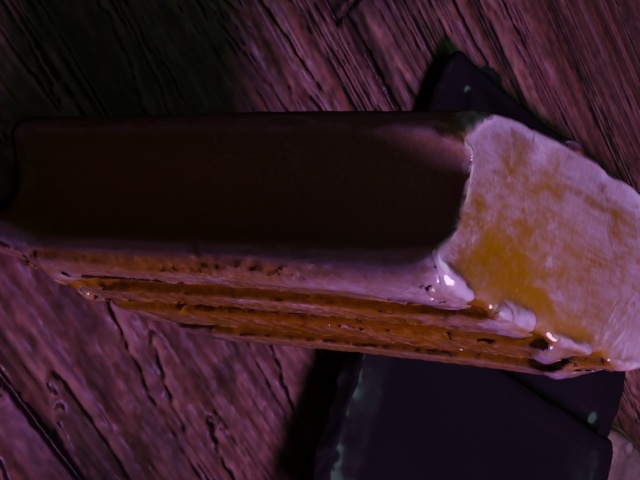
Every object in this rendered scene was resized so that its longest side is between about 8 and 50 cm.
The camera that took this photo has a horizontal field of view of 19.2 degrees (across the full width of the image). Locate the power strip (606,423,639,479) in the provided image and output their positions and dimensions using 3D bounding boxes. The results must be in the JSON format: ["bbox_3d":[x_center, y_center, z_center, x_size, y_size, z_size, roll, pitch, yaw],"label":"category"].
[{"bbox_3d":[0.263,0.257,1.363,0.387,0.066,0.092,46,59,-39],"label":"power strip"}]

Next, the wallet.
[{"bbox_3d":[0.107,0.070,1.160,0.247,0.041,0.323,33,61,-38],"label":"wallet"}]

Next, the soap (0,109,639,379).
[{"bbox_3d":[0.000,0.000,0.869,0.173,0.274,0.089,23,74,-48],"label":"soap"}]
